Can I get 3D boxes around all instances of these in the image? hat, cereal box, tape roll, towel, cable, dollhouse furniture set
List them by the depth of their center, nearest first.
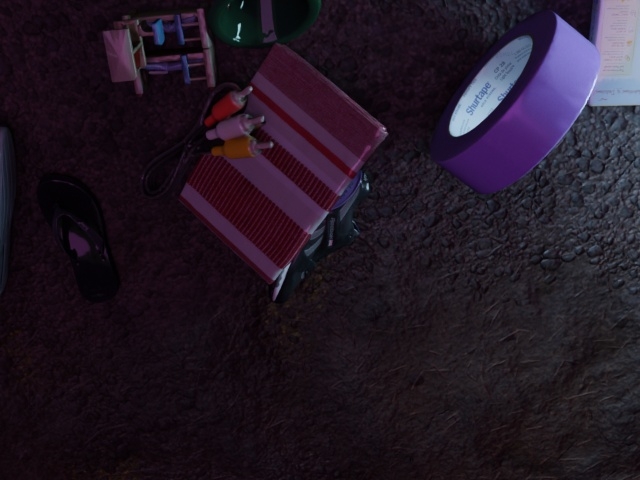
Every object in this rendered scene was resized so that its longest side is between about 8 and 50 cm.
[{"bbox_3d":[0.285,-0.206,1.271,0.090,0.275,0.275,33,111,-15],"label":"tape roll"},{"bbox_3d":[-0.236,-0.278,1.293,0.129,0.183,0.129,-5,115,3],"label":"dollhouse furniture set"},{"bbox_3d":[-0.095,-0.428,1.303,0.173,0.183,0.208,0,160,-29],"label":"hat"},{"bbox_3d":[0.514,-0.333,1.335,0.173,0.047,0.240,0,115,1],"label":"cereal box"},{"bbox_3d":[-0.205,-0.165,1.384,0.287,0.072,0.139,-21,84,25],"label":"cable"},{"bbox_3d":[-0.070,-0.123,1.390,0.237,0.037,0.329,42,112,13],"label":"towel"}]

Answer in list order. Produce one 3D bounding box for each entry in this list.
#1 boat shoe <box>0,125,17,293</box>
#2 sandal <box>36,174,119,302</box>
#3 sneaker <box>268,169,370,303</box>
[{"bbox_3d":[-0.593,-0.042,1.440,0.119,0.121,0.335,11,116,-9],"label":"boat shoe"},{"bbox_3d":[-0.421,0.001,1.495,0.097,0.054,0.254,-16,114,8],"label":"sandal"},{"bbox_3d":[0.000,0.000,1.467,0.124,0.107,0.283,18,114,-13],"label":"sneaker"}]
